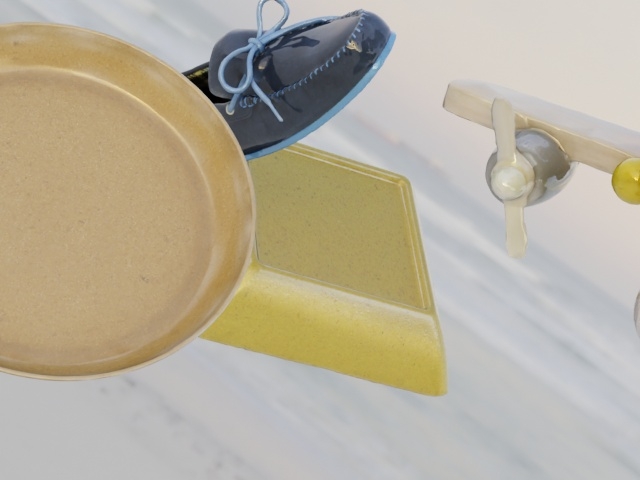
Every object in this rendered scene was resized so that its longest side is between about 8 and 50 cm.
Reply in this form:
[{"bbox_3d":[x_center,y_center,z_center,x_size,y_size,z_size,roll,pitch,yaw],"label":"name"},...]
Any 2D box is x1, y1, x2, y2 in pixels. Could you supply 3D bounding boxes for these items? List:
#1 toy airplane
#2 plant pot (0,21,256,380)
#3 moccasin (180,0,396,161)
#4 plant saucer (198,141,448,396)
[{"bbox_3d":[0.327,-0.028,1.417,0.384,0.272,0.386,21,0,-30],"label":"toy airplane"},{"bbox_3d":[-0.155,-0.021,1.014,0.236,0.236,0.032,36,-34,5],"label":"plant pot"},{"bbox_3d":[-0.071,-0.154,1.762,0.117,0.138,0.342,46,-43,-19],"label":"moccasin"},{"bbox_3d":[0.000,0.000,2.024,0.332,0.081,0.333,15,41,-23],"label":"plant saucer"}]
